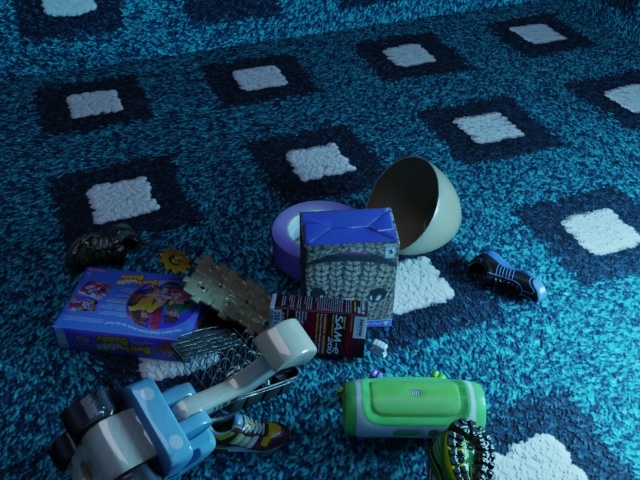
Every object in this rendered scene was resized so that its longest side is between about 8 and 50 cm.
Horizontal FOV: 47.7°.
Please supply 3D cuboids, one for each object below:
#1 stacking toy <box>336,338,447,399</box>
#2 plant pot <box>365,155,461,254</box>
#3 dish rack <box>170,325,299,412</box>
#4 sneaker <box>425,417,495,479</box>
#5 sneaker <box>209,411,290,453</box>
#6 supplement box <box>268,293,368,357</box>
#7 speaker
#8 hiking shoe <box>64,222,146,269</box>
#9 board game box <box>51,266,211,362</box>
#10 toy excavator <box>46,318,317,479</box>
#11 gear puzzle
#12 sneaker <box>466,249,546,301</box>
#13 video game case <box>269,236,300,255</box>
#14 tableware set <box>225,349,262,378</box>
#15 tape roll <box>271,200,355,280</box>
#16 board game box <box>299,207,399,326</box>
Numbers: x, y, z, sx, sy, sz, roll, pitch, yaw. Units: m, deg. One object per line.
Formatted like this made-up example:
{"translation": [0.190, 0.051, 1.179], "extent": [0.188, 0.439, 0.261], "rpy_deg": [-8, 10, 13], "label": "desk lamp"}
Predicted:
{"translation": [0.174, 0.346, 1.693], "extent": [0.221, 0.052, 0.167], "rpy_deg": [26, 54, 18], "label": "stacking toy"}
{"translation": [0.295, -0.078, 2.084], "extent": [0.191, 0.284, 0.284], "rpy_deg": [20, 26, -36], "label": "plant pot"}
{"translation": [-0.208, 0.278, 1.678], "extent": [0.208, 0.074, 0.271], "rpy_deg": [-8, 37, -44], "label": "dish rack"}
{"translation": [0.278, 0.536, 1.416], "extent": [0.134, 0.146, 0.343], "rpy_deg": [16, 51, -14], "label": "sneaker"}
{"translation": [-0.159, 0.416, 1.578], "extent": [0.186, 0.083, 0.069], "rpy_deg": [-4, 39, -5], "label": "sneaker"}
{"translation": [-0.007, 0.211, 1.780], "extent": [0.240, 0.130, 0.073], "rpy_deg": [4, 26, 1], "label": "supplement box"}
{"translation": [0.199, 0.363, 1.567], "extent": [0.297, 0.131, 0.131], "rpy_deg": [1, 39, -2], "label": "speaker"}
{"translation": [-0.612, 0.024, 2.057], "extent": [0.114, 0.086, 0.227], "rpy_deg": [28, 46, 35], "label": "hiking shoe"}
{"translation": [-0.473, 0.185, 1.865], "extent": [0.348, 0.078, 0.233], "rpy_deg": [6, 39, 6], "label": "board game box"}
{"translation": [-0.262, 0.343, 1.438], "extent": [0.445, 0.433, 0.222], "rpy_deg": [-21, 66, -42], "label": "toy excavator"}
{"translation": [-0.272, 0.129, 1.862], "extent": [0.339, 0.044, 0.175], "rpy_deg": [31, 36, -6], "label": "gear puzzle"}
{"translation": [0.501, 0.110, 1.972], "extent": [0.091, 0.081, 0.232], "rpy_deg": [-26, 39, -25], "label": "sneaker"}
{"translation": [-0.038, -0.012, 2.156], "extent": [0.184, 0.023, 0.201], "rpy_deg": [7, 40, 9], "label": "video game case"}
{"translation": [-0.148, 0.309, 1.758], "extent": [0.154, 0.024, 0.104], "rpy_deg": [-31, 49, -33], "label": "tableware set"}
{"translation": [0.000, 0.000, 2.052], "extent": [0.275, 0.090, 0.274], "rpy_deg": [0, 39, 0], "label": "tape roll"}
{"translation": [0.067, 0.075, 1.836], "extent": [0.232, 0.290, 0.141], "rpy_deg": [-3, 40, -3], "label": "board game box"}
